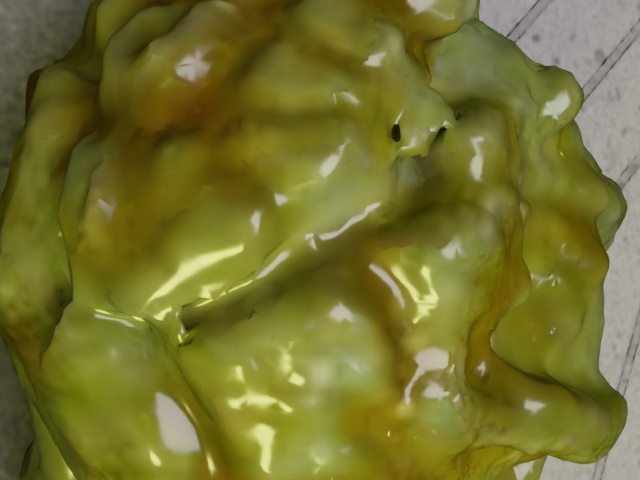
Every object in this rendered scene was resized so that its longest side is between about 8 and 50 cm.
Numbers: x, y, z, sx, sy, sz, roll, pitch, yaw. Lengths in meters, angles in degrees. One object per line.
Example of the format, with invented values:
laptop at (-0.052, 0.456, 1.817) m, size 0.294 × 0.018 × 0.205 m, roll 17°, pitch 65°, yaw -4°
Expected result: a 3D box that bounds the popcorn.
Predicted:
popcorn at (-0.002, 0.008, 0.619) m, size 0.279 × 0.274 × 0.335 m, roll 81°, pitch 15°, yaw -58°
